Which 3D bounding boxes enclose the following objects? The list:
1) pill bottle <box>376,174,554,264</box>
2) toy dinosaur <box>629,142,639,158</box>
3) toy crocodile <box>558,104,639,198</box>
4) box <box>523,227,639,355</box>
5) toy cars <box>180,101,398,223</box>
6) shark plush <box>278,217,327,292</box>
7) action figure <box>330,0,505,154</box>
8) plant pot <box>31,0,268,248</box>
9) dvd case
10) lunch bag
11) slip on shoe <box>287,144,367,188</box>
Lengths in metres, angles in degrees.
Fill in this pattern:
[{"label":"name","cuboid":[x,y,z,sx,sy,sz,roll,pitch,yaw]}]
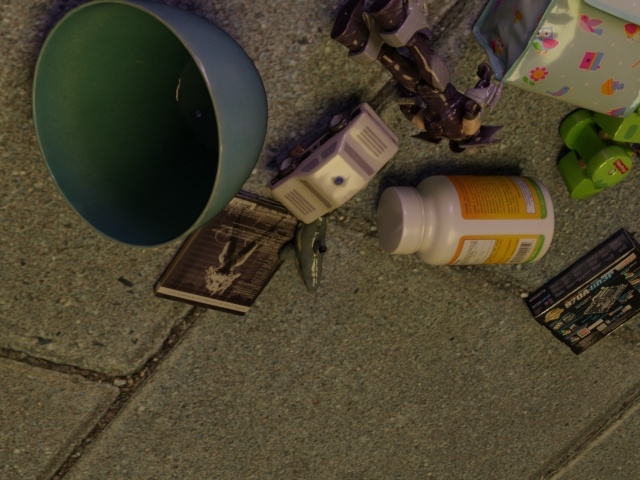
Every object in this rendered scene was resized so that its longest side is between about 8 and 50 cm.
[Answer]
[{"label":"pill bottle","cuboid":[0.216,-0.031,1.694,0.246,0.136,0.136,-1,132,-21]},{"label":"toy dinosaur","cuboid":[0.515,-0.142,1.752,0.047,0.090,0.082,-27,-179,19]},{"label":"toy crocodile","cuboid":[0.456,-0.190,1.654,0.105,0.115,0.340,2,134,-30]},{"label":"box","cuboid":[0.497,0.097,1.989,0.220,0.051,0.175,-39,134,17]},{"label":"toy cars","cuboid":[-0.081,-0.086,1.519,0.394,0.087,0.176,-4,121,-8]},{"label":"shark plush","cuboid":[0.000,0.000,1.664,0.073,0.067,0.161,7,128,-29]},{"label":"action figure","cuboid":[0.145,-0.212,1.474,0.185,0.099,0.285,-2,140,47]},{"label":"plant pot","cuboid":[-0.177,-0.156,1.355,0.195,0.290,0.290,-27,153,-53]},{"label":"dvd case","cuboid":[-0.131,0.021,1.692,0.164,0.018,0.221,16,124,-34]},{"label":"lunch bag","cuboid":[0.365,-0.313,1.458,0.223,0.160,0.262,13,129,-25]},{"label":"slip on shoe","cuboid":[0.014,-0.107,1.608,0.135,0.051,0.041,13,115,-24]}]
